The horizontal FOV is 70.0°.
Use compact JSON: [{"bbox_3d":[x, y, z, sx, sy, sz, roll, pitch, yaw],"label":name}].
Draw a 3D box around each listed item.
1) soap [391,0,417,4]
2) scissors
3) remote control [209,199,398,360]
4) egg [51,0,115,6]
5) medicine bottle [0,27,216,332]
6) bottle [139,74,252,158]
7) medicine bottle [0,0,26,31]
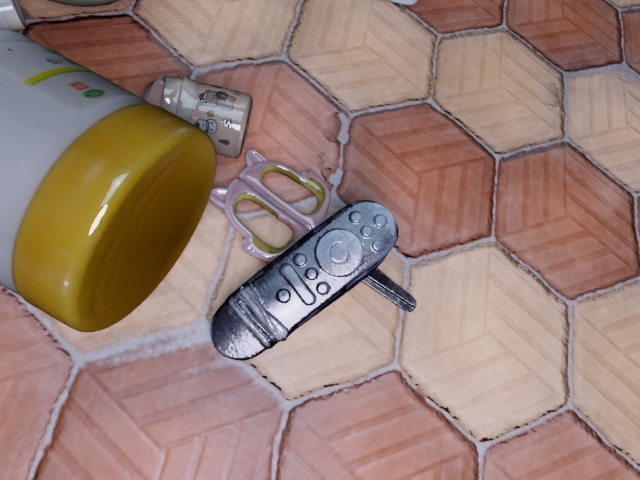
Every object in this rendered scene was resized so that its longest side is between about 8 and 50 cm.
[{"bbox_3d":[0.114,-0.618,0.835,0.209,0.115,0.346,13,67,-7],"label":"soap"},{"bbox_3d":[0.000,0.000,0.626,0.318,0.024,0.160,37,65,1],"label":"scissors"},{"bbox_3d":[-0.019,0.049,0.571,0.266,0.066,0.090,-37,82,-6],"label":"remote control"},{"bbox_3d":[-0.379,-0.465,0.602,0.352,0.258,0.258,31,67,4],"label":"egg"},{"bbox_3d":[-0.267,-0.061,0.480,0.232,0.238,0.237,30,67,2],"label":"medicine bottle"},{"bbox_3d":[-0.174,-0.173,0.618,0.152,0.099,0.098,12,67,-8],"label":"bottle"},{"bbox_3d":[-0.534,-0.296,0.614,0.231,0.059,0.059,-18,74,-17],"label":"medicine bottle"}]
